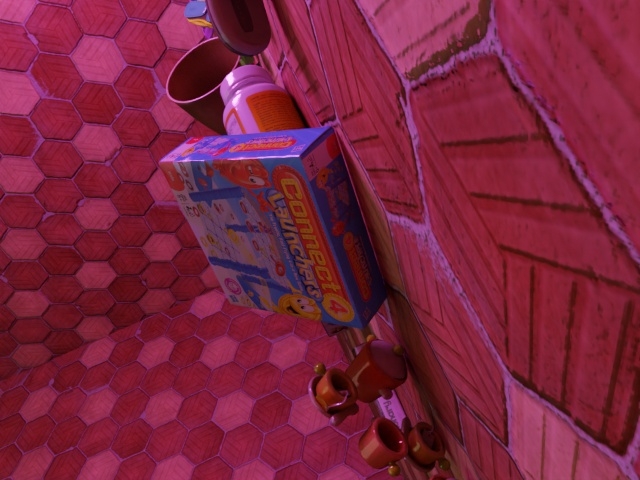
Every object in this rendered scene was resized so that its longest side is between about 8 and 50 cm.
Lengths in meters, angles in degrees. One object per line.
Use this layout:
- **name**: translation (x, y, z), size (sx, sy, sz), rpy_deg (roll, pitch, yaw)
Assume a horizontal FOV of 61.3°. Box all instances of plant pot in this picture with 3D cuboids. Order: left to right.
- **plant pot**: translation (-0.260, -0.393, 1.525), size (0.254, 0.237, 0.237), rpy_deg (50, -171, -49)

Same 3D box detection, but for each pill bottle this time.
- **pill bottle**: translation (-0.096, -0.196, 0.985), size (0.136, 0.136, 0.246), rpy_deg (77, 168, -66)

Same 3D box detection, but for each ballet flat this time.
- **ballet flat**: translation (-0.259, -0.563, 1.350), size (0.077, 0.077, 0.231), rpy_deg (21, -176, -43)

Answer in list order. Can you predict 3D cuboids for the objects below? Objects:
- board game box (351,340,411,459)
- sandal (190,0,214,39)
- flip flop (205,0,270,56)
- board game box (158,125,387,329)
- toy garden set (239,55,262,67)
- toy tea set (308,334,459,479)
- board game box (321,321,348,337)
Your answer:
- **board game box**: translation (0.173, 0.425, 1.471), size (0.193, 0.053, 0.305), rpy_deg (88, 159, -76)
- **sandal**: translation (-0.319, -0.648, 1.491), size (0.416, 0.102, 0.169), rpy_deg (76, 170, -65)
- **flip flop**: translation (-0.135, -0.398, 0.748), size (0.080, 0.112, 0.277), rpy_deg (-10, 102, 59)
- **board game box**: translation (-0.075, -0.018, 0.872), size (0.301, 0.086, 0.308), rpy_deg (4, 128, 38)
- **toy garden set**: translation (-0.145, -0.372, 1.242), size (0.204, 0.049, 0.244), rpy_deg (-121, 8, -47)
- **toy tea set**: translation (0.144, 0.303, 0.907), size (0.336, 0.124, 0.200), rpy_deg (47, -154, 13)
- **board game box**: translation (-0.031, 0.074, 1.477), size (0.319, 0.065, 0.318), rpy_deg (70, 175, -63)
